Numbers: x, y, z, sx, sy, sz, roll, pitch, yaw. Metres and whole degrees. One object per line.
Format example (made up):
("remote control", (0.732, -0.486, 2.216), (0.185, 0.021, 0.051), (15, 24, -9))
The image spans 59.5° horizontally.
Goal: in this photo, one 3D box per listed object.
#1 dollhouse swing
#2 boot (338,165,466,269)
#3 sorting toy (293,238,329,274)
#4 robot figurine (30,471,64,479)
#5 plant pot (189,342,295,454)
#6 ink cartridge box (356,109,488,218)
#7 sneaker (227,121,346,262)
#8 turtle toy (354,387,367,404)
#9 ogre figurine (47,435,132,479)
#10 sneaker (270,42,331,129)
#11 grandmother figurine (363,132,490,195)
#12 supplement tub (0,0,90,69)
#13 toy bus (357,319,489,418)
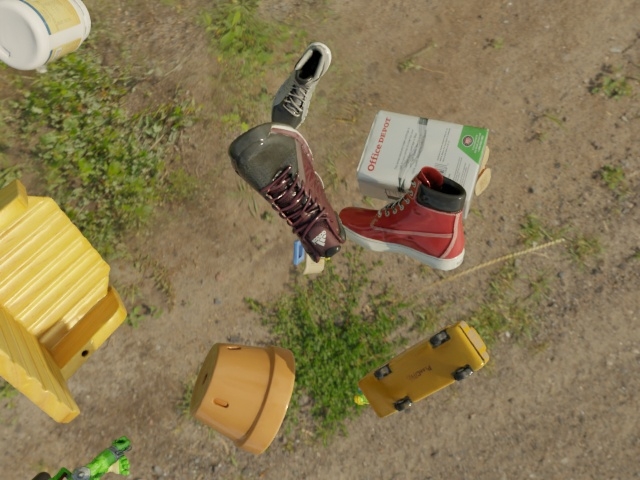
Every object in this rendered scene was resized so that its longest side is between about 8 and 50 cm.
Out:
("dollhouse swing", (-0.508, 0.107, 1.055), (0.315, 0.305, 0.347), (-51, 130, -30))
("boot", (0.133, -0.062, 0.966), (0.244, 0.088, 0.176), (17, 134, 30))
("sorting toy", (0.000, 0.000, 1.574), (0.047, 0.348, 0.196), (7, 90, 14))
("robot figurine", (-0.644, 0.643, 1.219), (0.209, 0.278, 0.173), (-38, 93, 12))
("plant pot", (-0.221, 0.401, 1.510), (0.203, 0.291, 0.291), (24, 108, -16))
("ink cartridge box", (0.188, -0.143, 1.038), (0.208, 0.087, 0.153), (15, 72, 16))
("sneaker", (-0.024, -0.056, 0.829), (0.106, 0.162, 0.281), (-33, 158, 9))
("turtle toy", (0.164, 0.510, 1.856), (0.095, 0.066, 0.130), (-4, 158, 12))
("ogre figurine", (-0.447, 0.461, 1.055), (0.197, 0.118, 0.097), (-31, 83, 20))
("sneaker", (-0.054, -0.335, 1.246), (0.086, 0.132, 0.228), (26, 106, -5))
("grandmother figurine", (0.253, -0.204, 1.411), (0.104, 0.342, 0.207), (-41, 137, -32))
("supplement tub", (-0.609, -0.466, 1.218), (0.144, 0.199, 0.144), (6, 123, 9))
("toy bus", (0.235, 0.295, 1.286), (0.333, 0.130, 0.108), (-41, 76, 35))
